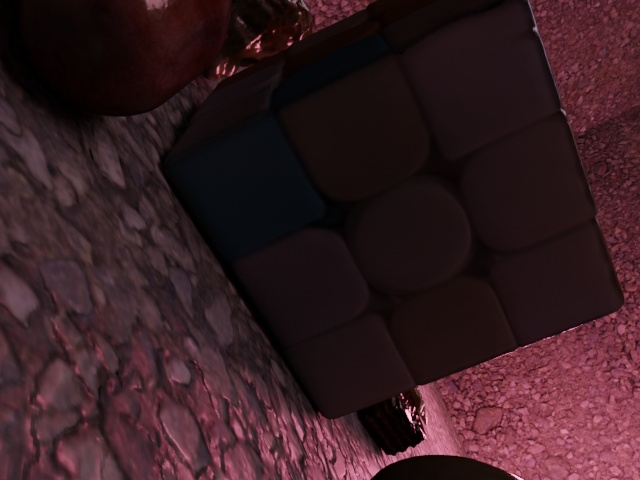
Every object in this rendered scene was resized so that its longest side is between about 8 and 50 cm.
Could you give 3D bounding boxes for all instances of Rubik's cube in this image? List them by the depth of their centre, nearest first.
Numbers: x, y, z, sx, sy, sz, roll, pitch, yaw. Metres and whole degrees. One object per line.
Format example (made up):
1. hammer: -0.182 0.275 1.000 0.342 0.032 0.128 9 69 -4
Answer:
1. Rubik's cube: 0.081 -0.071 0.708 0.344 0.347 0.346 -88 153 -64

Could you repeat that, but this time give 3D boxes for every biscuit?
1. biscuit: 0.078 0.171 1.011 0.107 0.073 0.388 58 9 -34

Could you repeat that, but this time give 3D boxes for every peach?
1. peach: -0.139 -0.154 0.410 0.152 0.152 0.152 62 7 -14

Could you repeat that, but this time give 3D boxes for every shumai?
1. shumai: -0.121 -0.294 0.860 0.209 0.153 0.161 17 -33 44

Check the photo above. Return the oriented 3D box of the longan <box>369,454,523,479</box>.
1. longan: 0.100 0.254 0.398 0.196 0.196 0.220 60 2 -32

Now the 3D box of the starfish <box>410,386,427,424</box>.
1. starfish: 0.180 0.237 1.410 0.327 0.094 0.375 -54 125 -70
